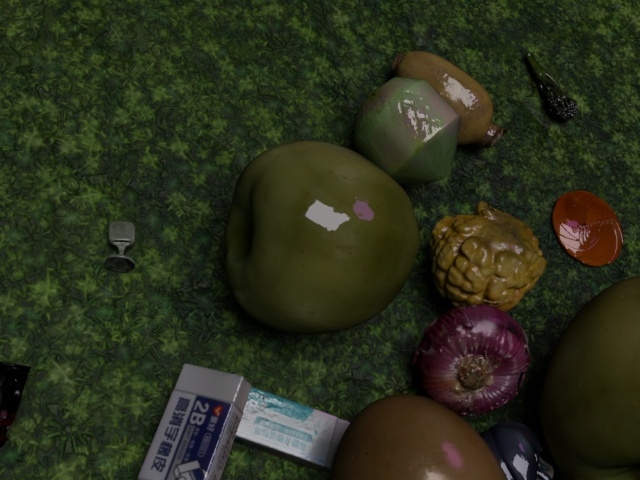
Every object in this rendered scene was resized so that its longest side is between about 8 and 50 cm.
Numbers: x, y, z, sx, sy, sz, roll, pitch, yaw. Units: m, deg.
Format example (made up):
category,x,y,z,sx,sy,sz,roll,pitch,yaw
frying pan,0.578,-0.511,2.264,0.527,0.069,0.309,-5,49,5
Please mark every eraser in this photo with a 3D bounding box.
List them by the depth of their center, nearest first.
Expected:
category,x,y,z,sx,sy,sz,roll,pitch,yaw
eraser,-0.210,0.323,1.324,0.124,0.068,0.210,8,61,21
eraser,-0.059,0.339,1.405,0.225,0.052,0.095,22,61,-11

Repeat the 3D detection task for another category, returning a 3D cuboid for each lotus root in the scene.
category,x,y,z,sx,sy,sz,roll,pitch,yaw
lotus root,0.280,-0.314,1.746,0.303,0.146,0.131,41,25,3

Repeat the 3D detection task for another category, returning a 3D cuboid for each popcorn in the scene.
category,x,y,z,sx,sy,sz,roll,pitch,yaw
popcorn,0.330,0.038,1.585,0.250,0.190,0.250,23,36,-18

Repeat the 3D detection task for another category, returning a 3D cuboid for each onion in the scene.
category,x,y,z,sx,sy,sz,roll,pitch,yaw
onion,0.288,0.218,1.519,0.230,0.230,0.163,22,25,-10

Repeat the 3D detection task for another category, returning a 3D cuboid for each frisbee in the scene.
category,x,y,z,sx,sy,sz,roll,pitch,yaw
frisbee,0.627,-0.033,1.818,0.192,0.035,0.192,8,66,-18

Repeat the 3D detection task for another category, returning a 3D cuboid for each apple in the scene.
category,x,y,z,sx,sy,sz,roll,pitch,yaw
apple,0.000,0.000,1.409,0.357,0.357,0.357,7,66,-17
apple,0.642,0.297,1.466,0.473,0.473,0.473,7,66,-17

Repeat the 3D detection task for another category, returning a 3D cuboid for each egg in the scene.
category,x,y,z,sx,sy,sz,roll,pitch,yaw
egg,0.167,0.443,1.301,0.301,0.301,0.374,-4,75,-22

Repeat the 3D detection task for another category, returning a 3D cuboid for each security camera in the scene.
category,x,y,z,sx,sy,sz,roll,pitch,yaw
security camera,-0.365,0.007,1.438,0.058,0.058,0.092,10,54,-16

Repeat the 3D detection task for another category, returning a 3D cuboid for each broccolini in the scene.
category,x,y,z,sx,sy,sz,roll,pitch,yaw
broccolini,0.562,-0.375,1.937,0.091,0.068,0.202,-8,56,-36

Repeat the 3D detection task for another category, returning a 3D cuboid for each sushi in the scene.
category,x,y,z,sx,sy,sz,roll,pitch,yaw
sushi,-0.552,0.255,1.203,0.172,0.153,0.150,10,79,-5

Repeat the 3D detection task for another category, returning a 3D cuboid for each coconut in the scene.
category,x,y,z,sx,sy,sz,roll,pitch,yaw
coconut,0.189,-0.220,1.637,0.236,0.204,0.236,2,74,-9

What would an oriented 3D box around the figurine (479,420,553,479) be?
category,x,y,z,sx,sy,sz,roll,pitch,yaw
figurine,0.378,0.469,1.448,0.197,0.175,0.265,-20,69,-21
